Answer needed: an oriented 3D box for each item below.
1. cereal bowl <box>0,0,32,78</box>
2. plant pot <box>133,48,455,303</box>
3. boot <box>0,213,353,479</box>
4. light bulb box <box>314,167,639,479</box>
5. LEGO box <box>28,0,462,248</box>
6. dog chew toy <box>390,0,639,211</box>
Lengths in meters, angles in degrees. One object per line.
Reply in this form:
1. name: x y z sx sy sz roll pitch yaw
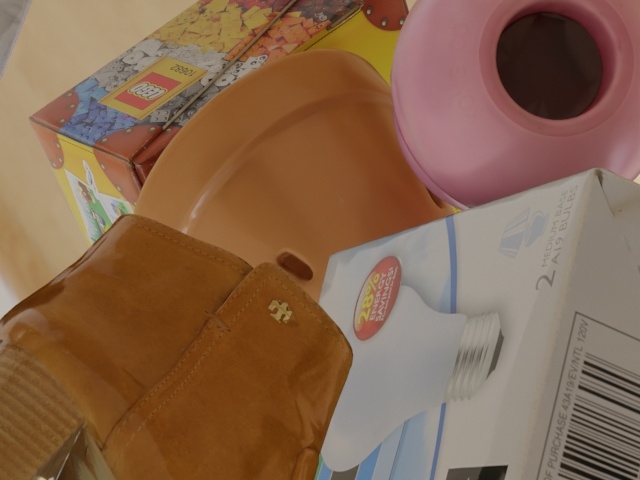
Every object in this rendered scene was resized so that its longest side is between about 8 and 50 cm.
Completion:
1. cereal bowl: -0.292 -0.134 1.183 0.141 0.339 0.339 24 146 -15
2. plant pot: 0.000 0.000 1.589 0.203 0.291 0.291 49 144 29
3. boot: -0.027 0.121 0.800 0.295 0.211 0.104 40 135 2
4. light bulb box: 0.132 0.177 1.192 0.225 0.358 0.361 24 160 -22
5. LEGO box: -0.037 -0.009 1.894 0.193 0.372 0.500 24 143 46
6. dog chew toy: 0.148 -0.107 1.341 0.207 0.206 0.332 59 173 3
